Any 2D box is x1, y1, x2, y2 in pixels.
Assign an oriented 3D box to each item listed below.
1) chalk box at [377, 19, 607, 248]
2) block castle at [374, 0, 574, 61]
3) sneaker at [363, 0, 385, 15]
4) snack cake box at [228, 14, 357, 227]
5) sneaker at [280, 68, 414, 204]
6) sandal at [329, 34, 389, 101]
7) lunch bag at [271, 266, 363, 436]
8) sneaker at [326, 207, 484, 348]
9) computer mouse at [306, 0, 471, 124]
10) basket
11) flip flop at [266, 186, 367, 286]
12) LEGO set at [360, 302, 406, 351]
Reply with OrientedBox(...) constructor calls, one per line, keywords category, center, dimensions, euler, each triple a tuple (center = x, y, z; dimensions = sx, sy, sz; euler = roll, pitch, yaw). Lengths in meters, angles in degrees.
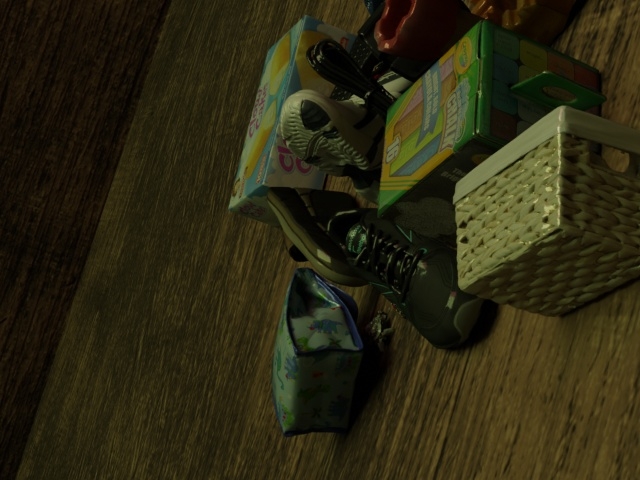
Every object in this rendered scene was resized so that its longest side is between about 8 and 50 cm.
OrientedBox(category="chalk box", center=(0.162, -0.097, 1.155), dimensions=(0.213, 0.132, 0.132), euler=(-40, 35, 50))
OrientedBox(category="block castle", center=(0.165, -0.410, 1.323), dimensions=(0.303, 0.213, 0.453), euler=(-53, 26, 42))
OrientedBox(category="sneaker", center=(0.096, -0.349, 1.677), dimensions=(0.232, 0.090, 0.081), euler=(-143, 32, -88))
OrientedBox(category="snack cake box", center=(-0.040, -0.166, 1.845), dimensions=(0.152, 0.089, 0.264), euler=(-27, 47, 63))
OrientedBox(category="sneaker", center=(0.051, -0.143, 1.384), dimensions=(0.094, 0.235, 0.153), euler=(-1, 68, 43))
OrientedBox(category="sandal", center=(0.060, -0.223, 1.682), dimensions=(0.067, 0.040, 0.179), euler=(10, 70, 60))
OrientedBox(category="lunch bag", center=(-0.010, 0.123, 1.445), dimensions=(0.151, 0.096, 0.128), euler=(-114, 28, -52))
OrientedBox(category="sneaker", center=(0.081, 0.032, 1.304), dimensions=(0.101, 0.106, 0.267), euler=(-67, 21, 8))
OrientedBox(category="computer mouse", center=(0.123, -0.191, 1.358), dimensions=(0.262, 0.184, 0.060), euler=(-36, -16, -47))
OrientedBox(category="basket", center=(0.190, -0.016, 1.036), dimensions=(0.167, 0.113, 0.103), euler=(140, 142, -57))
OrientedBox(category="flip flop", center=(0.000, 0.000, 1.582), dimensions=(0.277, 0.112, 0.080), euler=(-123, 40, -60))
OrientedBox(category="LEGO set", center=(0.065, 0.090, 1.412), dimensions=(0.083, 0.023, 0.054), euler=(-62, 21, 26))
